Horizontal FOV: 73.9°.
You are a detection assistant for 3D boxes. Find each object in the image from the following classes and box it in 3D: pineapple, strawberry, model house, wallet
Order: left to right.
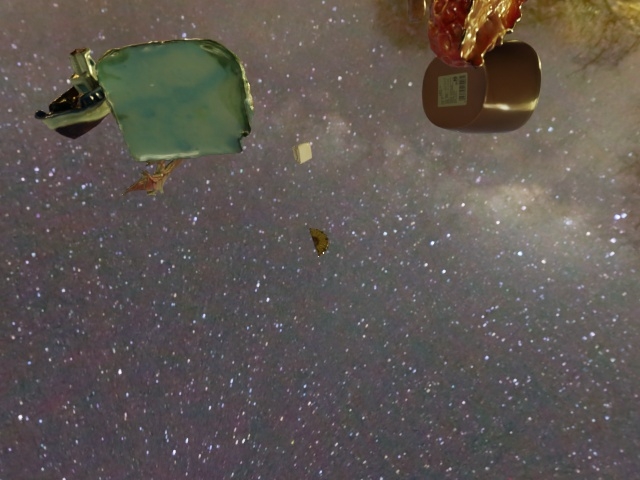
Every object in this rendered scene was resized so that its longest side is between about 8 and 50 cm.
[{"bbox_3d":[-0.261,-0.318,0.866,0.261,0.226,0.241,-4,-140,3],"label":"model house"},{"bbox_3d":[-0.059,-0.295,1.432,0.025,0.061,0.122,-10,-164,20],"label":"wallet"},{"bbox_3d":[0.000,0.000,1.131,0.045,0.019,0.083,-19,-108,-11],"label":"pineapple"},{"bbox_3d":[0.263,-0.439,0.746,0.150,0.280,0.253,24,-164,32],"label":"strawberry"}]

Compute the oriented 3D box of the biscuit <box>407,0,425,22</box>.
[{"bbox_3d":[0.191,-0.597,0.848,0.044,0.295,0.186,-5,-120,5],"label":"biscuit"}]

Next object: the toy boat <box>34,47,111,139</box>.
[{"bbox_3d":[-0.518,-0.326,0.919,0.114,0.115,0.262,-3,-129,21],"label":"toy boat"}]

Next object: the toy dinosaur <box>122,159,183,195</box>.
[{"bbox_3d":[-0.350,-0.149,0.933,0.032,0.108,0.220,30,-137,5],"label":"toy dinosaur"}]

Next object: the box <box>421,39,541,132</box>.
[{"bbox_3d":[0.463,-0.449,1.263,0.216,0.301,0.301,-15,-127,-33],"label":"box"}]
